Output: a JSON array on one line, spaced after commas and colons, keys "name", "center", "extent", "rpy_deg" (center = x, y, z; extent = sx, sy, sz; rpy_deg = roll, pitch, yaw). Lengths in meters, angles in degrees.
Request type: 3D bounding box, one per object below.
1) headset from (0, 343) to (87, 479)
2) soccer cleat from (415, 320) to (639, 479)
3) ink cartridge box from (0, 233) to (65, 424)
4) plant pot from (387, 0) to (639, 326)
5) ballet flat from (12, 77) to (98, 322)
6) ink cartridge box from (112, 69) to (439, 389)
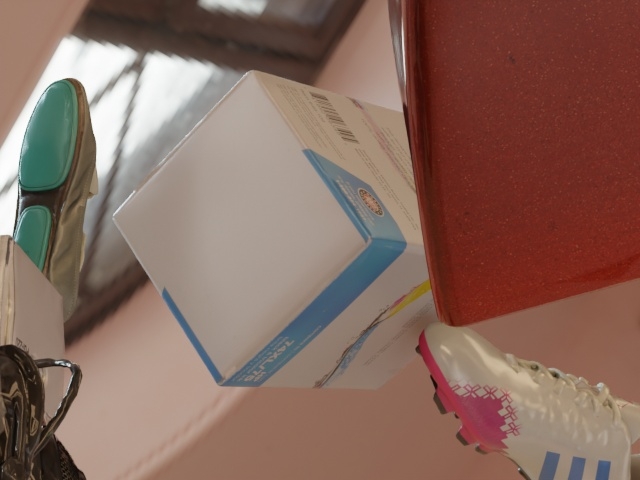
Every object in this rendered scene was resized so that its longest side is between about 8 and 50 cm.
[{"name": "headset", "center": [-0.207, 0.163, 0.863], "extent": [0.243, 0.394, 0.185], "rpy_deg": [6, -122, -29]}, {"name": "soccer cleat", "center": [0.214, 0.158, 1.755], "extent": [0.331, 0.143, 0.116], "rpy_deg": [47, -163, -38]}, {"name": "ink cartridge box", "center": [-0.273, 0.058, 1.128], "extent": [0.218, 0.092, 0.158], "rpy_deg": [1, 165, 4]}, {"name": "plant pot", "center": [0.164, -0.143, 1.219], "extent": [0.267, 0.267, 0.236], "rpy_deg": [-94, -13, -55]}, {"name": "ballet flat", "center": [-0.223, -0.030, 1.605], "extent": [0.072, 0.213, 0.068], "rpy_deg": [2, 167, 36]}, {"name": "ink cartridge box", "center": [0.000, 0.000, 1.697], "extent": [0.270, 0.197, 0.198], "rpy_deg": [9, -138, -57]}]
